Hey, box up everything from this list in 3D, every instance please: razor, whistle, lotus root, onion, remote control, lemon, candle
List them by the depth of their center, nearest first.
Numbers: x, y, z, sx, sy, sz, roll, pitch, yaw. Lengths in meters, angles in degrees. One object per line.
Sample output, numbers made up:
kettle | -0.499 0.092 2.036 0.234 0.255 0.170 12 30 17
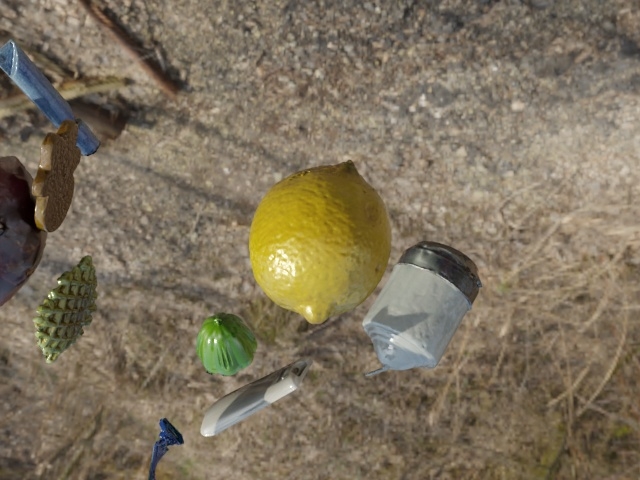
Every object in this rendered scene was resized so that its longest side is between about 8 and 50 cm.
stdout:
lemon | -0.003 0.008 1.174 0.228 0.254 0.228 19 159 8
razor | -0.304 0.509 1.392 0.056 0.324 0.093 -11 144 7
onion | -0.790 -0.053 1.578 0.398 0.399 0.420 18 -172 -25
whistle | -0.601 -0.308 1.623 0.062 0.062 0.304 -8 140 22
remote control | -0.152 0.342 1.634 0.313 0.109 0.055 -34 99 31
candle | 0.235 0.183 1.790 0.221 0.343 0.221 28 160 11
lotus root | -0.281 0.272 2.105 0.186 0.186 0.186 3 152 2

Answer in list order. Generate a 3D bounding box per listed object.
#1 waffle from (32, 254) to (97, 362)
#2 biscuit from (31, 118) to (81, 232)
waffle | -0.569 0.156 1.655 0.054 0.208 0.214 17 134 9
biscuit | -0.535 -0.124 1.477 0.039 0.180 0.236 15 120 0
